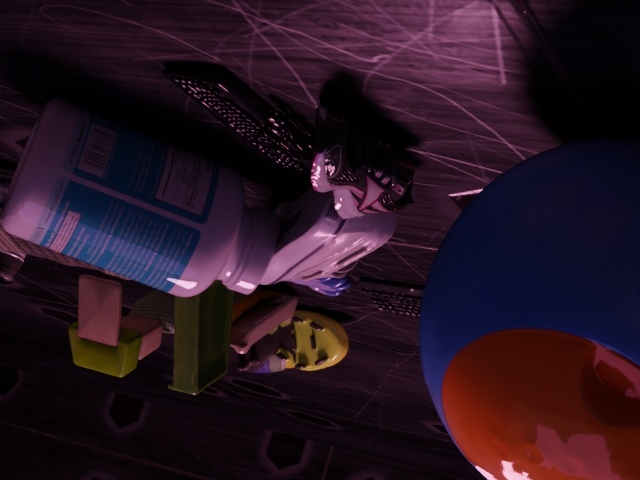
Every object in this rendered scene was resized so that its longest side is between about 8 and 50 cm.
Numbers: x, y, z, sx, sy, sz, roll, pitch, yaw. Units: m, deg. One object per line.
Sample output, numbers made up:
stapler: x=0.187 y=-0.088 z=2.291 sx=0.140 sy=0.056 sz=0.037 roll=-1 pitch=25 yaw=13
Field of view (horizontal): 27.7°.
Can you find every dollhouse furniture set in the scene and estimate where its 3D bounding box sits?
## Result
dollhouse furniture set: x=-0.174 y=0.066 z=1.744 sx=0.197 sy=0.151 sz=0.301 roll=12 pitch=-159 yaw=23

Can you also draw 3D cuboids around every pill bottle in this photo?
pill bottle: x=-0.178 y=-0.032 z=1.322 sx=0.264 sy=0.146 sz=0.146 roll=22 pitch=164 yaw=-16

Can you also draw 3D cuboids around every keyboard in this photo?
keyboard: x=-0.058 y=-0.096 z=1.170 sx=0.100 sy=0.038 sz=0.192 roll=6 pitch=163 yaw=35
keyboard: x=0.142 y=0.084 z=1.625 sx=0.180 sy=0.023 sz=0.108 roll=8 pitch=163 yaw=35

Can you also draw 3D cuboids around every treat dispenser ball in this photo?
treat dispenser ball: x=0.217 y=0.068 z=0.959 sx=0.288 sy=0.288 sz=0.288 roll=16 pitch=165 yaw=4

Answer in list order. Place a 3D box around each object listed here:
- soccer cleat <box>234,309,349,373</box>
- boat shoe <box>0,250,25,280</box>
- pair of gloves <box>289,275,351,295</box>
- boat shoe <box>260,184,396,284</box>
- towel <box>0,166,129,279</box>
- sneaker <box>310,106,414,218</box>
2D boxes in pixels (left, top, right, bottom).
soccer cleat: x=-0.030 y=0.151 z=1.988 sx=0.121 sy=0.093 sz=0.289 roll=-9 pitch=177 yaw=-33
boat shoe: x=-0.572 y=0.031 z=2.146 sx=0.219 sy=0.070 sz=0.078 roll=2 pitch=159 yaw=45
pair of gloves: x=-0.058 y=0.030 z=1.657 sx=0.159 sy=0.023 sz=0.198 roll=2 pitch=158 yaw=46
boat shoe: x=0.000 y=0.000 z=1.357 sx=0.088 sy=0.096 sz=0.267 roll=26 pitch=155 yaw=-13
towel: x=-0.378 y=-0.034 z=1.761 sx=0.312 sy=0.056 sz=0.324 roll=13 pitch=163 yaw=7
sneaker: x=0.041 y=-0.069 z=1.129 sx=0.077 sy=0.072 sz=0.178 roll=-1 pitch=168 yaw=13
